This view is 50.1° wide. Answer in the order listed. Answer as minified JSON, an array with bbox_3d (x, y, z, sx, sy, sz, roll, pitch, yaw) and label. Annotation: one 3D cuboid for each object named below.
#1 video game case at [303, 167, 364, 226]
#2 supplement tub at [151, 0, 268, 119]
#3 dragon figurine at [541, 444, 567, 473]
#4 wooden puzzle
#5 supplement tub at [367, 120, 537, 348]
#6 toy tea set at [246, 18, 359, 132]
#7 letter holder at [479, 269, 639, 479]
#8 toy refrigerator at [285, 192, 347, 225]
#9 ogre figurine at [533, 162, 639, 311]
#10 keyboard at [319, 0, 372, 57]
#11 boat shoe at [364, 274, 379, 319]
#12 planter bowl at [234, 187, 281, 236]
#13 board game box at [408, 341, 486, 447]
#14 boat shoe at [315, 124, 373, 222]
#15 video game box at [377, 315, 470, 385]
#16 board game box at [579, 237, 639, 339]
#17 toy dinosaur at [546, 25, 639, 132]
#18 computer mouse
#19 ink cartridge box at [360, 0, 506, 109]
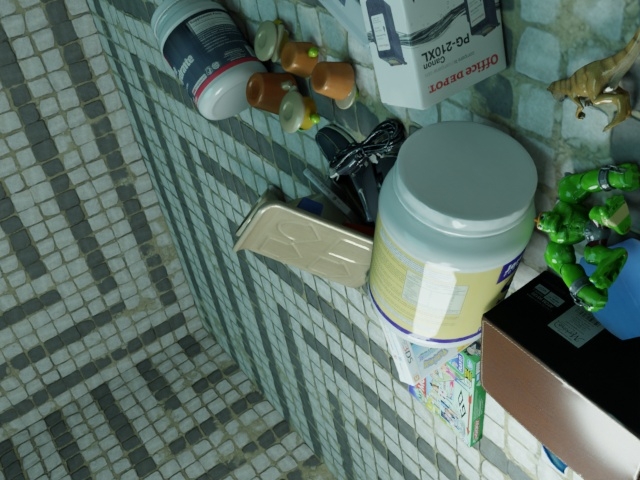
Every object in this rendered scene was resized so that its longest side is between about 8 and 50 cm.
[{"bbox_3d":[0.032,-0.091,1.550,0.143,0.019,0.157,45,-179,19],"label":"video game case"},{"bbox_3d":[-0.267,-0.446,1.646,0.272,0.191,0.191,56,157,11],"label":"supplement tub"},{"bbox_3d":[0.453,0.359,1.209,0.289,0.085,0.144,64,160,3],"label":"dragon figurine"},{"bbox_3d":[0.000,0.000,1.538,0.322,0.347,0.081,137,147,-66],"label":"wooden puzzle"},{"bbox_3d":[0.206,-0.002,1.110,0.241,0.241,0.331,47,154,29],"label":"supplement tub"},{"bbox_3d":[-0.032,-0.329,1.444,0.336,0.124,0.200,42,122,44],"label":"toy tea set"},{"bbox_3d":[0.411,0.232,1.074,0.302,0.152,0.214,40,152,40],"label":"letter holder"},{"bbox_3d":[-0.044,-0.052,1.767,0.102,0.094,0.269,64,158,-9],"label":"toy refrigerator"},{"bbox_3d":[0.365,-0.013,0.944,0.118,0.096,0.197,34,140,60],"label":"ogre figurine"},{"bbox_3d":[0.037,-0.436,1.256,0.256,0.014,0.072,52,151,20],"label":"keyboard"},{"bbox_3d":[0.160,0.105,1.447,0.302,0.113,0.103,95,165,-79],"label":"boat shoe"},{"bbox_3d":[-0.153,-0.052,1.946,0.109,0.162,0.162,35,159,-8],"label":"planter bowl"},{"bbox_3d":[0.284,0.302,1.556,0.213,0.046,0.317,39,149,40],"label":"board game box"},{"bbox_3d":[0.057,-0.143,1.466,0.254,0.079,0.095,54,160,18],"label":"boat shoe"},{"bbox_3d":[0.213,0.146,1.314,0.048,0.205,0.187,16,132,57],"label":"video game box"},{"bbox_3d":[0.443,0.065,0.963,0.133,0.033,0.168,63,153,7],"label":"board game box"},{"bbox_3d":[0.343,-0.195,0.826,0.112,0.064,0.211,61,157,2],"label":"toy dinosaur"},{"bbox_3d":[0.133,-0.077,1.330,0.188,0.072,0.272,-28,96,42],"label":"computer mouse"},{"bbox_3d":[0.151,-0.321,0.937,0.100,0.172,0.237,28,141,52],"label":"ink cartridge box"}]
